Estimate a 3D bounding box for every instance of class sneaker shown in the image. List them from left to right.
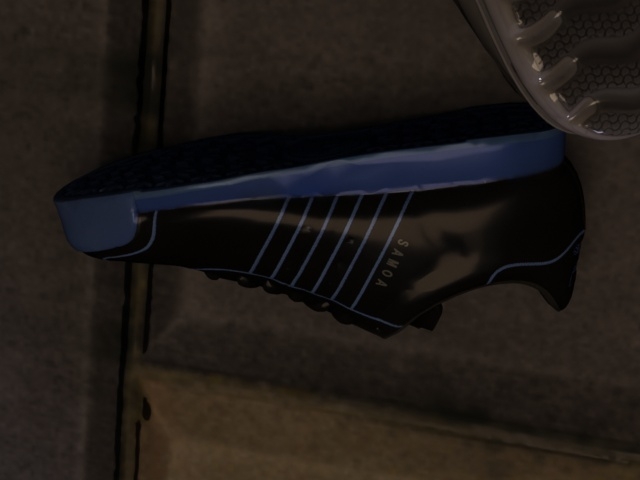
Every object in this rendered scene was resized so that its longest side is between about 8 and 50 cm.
[{"bbox_3d":[0.000,0.000,0.827,0.232,0.081,0.090,-6,108,11],"label":"sneaker"},{"bbox_3d":[0.054,-0.168,0.725,0.105,0.115,0.281,-19,94,-11],"label":"sneaker"}]
